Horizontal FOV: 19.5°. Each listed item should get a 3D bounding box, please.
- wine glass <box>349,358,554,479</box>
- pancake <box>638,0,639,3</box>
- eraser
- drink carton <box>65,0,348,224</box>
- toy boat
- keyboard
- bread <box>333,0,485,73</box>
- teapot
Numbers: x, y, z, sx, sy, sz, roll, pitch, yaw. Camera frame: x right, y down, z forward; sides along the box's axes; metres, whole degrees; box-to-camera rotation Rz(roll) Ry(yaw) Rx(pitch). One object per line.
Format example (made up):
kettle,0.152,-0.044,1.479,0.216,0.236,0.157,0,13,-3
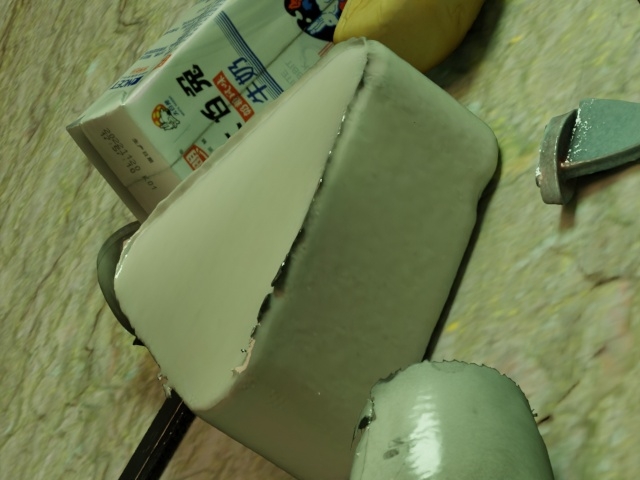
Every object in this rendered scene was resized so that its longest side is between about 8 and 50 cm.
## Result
wine glass,0.078,0.214,1.068,0.143,0.143,0.321,-38,28,30
pancake,0.319,-0.288,1.361,0.294,0.049,0.294,-39,31,30
eraser,0.000,0.000,1.446,0.331,0.150,0.331,-42,29,30
drink carton,-0.076,-0.153,1.673,0.107,0.130,0.315,-19,24,51
toy boat,0.213,-0.075,1.316,0.122,0.034,0.096,-18,43,38
keyboard,-0.146,0.181,1.621,0.195,0.018,0.060,-59,19,-9
bread,0.096,-0.234,1.614,0.147,0.098,0.217,-19,40,51
teapot,-0.123,0.045,1.679,0.111,0.149,0.108,97,162,-49
